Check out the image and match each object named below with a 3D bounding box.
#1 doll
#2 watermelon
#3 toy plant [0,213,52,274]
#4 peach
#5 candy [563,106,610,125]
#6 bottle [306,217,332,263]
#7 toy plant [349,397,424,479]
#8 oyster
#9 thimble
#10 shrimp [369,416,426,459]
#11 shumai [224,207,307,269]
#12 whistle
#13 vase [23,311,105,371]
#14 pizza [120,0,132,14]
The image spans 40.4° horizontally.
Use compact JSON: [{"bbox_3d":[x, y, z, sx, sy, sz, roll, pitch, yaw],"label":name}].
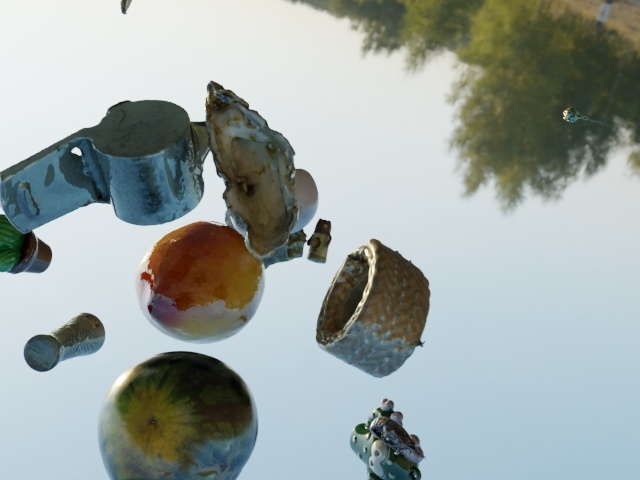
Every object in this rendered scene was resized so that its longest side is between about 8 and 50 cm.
[{"bbox_3d":[-0.121,-0.122,2.085,0.221,0.221,0.251,5,161,-43],"label":"doll"},{"bbox_3d":[-0.236,0.313,1.430,0.269,0.269,0.269,19,-163,-6],"label":"watermelon"},{"bbox_3d":[-0.703,0.016,1.961,0.200,0.105,0.143,28,-137,-48],"label":"toy plant"},{"bbox_3d":[-0.265,0.091,1.914,0.289,0.289,0.308,26,170,18],"label":"peach"},{"bbox_3d":[0.448,-0.203,1.462,0.083,0.025,0.023,27,164,34],"label":"candy"},{"bbox_3d":[-0.002,0.000,1.977,0.063,0.101,0.047,9,171,18],"label":"bottle"},{"bbox_3d":[0.172,0.538,2.188,0.112,0.232,0.243,-3,-139,-36],"label":"toy plant"},{"bbox_3d":[-0.128,-0.131,1.560,0.341,0.166,0.110,55,178,21],"label":"oyster"},{"bbox_3d":[0.100,0.130,1.616,0.148,0.196,0.229,32,-136,-21],"label":"thimble"},{"bbox_3d":[0.182,0.471,2.046,0.056,0.065,0.165,12,-159,-48],"label":"shrimp"},{"bbox_3d":[-0.165,-0.055,2.658,0.222,0.260,0.225,-29,-153,-37],"label":"shumai"},{"bbox_3d":[-0.395,-0.139,1.637,0.405,0.168,0.188,-8,-137,-2],"label":"whistle"},{"bbox_3d":[-0.528,0.212,1.789,0.096,0.096,0.219,22,-173,6],"label":"vase"},{"bbox_3d":[-0.398,-0.500,1.789,0.016,0.083,0.037,29,-138,6],"label":"pizza"}]
